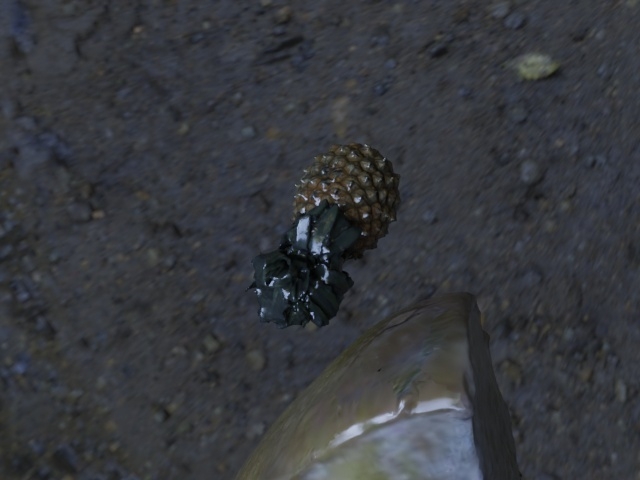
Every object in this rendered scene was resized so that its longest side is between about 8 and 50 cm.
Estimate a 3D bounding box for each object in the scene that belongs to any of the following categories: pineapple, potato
[{"bbox_3d":[0.000,0.000,0.979,0.074,0.159,0.074,11,125,16],"label":"pineapple"},{"bbox_3d":[0.014,0.128,0.902,0.190,0.211,0.264,-8,130,10],"label":"potato"}]
